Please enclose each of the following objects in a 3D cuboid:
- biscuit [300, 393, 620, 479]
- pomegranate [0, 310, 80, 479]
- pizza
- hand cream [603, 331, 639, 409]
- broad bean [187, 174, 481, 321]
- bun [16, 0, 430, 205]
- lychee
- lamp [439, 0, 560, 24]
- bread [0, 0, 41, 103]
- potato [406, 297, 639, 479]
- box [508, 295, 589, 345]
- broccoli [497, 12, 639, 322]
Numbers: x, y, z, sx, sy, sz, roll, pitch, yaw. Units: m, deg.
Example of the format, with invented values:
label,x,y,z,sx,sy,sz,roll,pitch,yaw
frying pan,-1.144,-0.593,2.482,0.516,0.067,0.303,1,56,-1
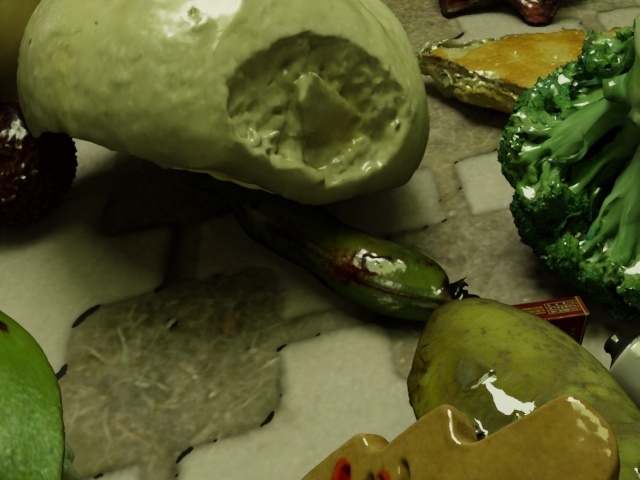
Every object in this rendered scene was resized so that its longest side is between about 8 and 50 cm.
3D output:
label,x,y,z,sx,sy,sz,roll,pitch,yaw
biscuit,0.058,0.175,0.423,0.239,0.212,0.041,4,-7,42
pomegranate,-0.246,0.160,0.389,0.261,0.260,0.340,-14,43,-14
pizza,0.238,-0.186,0.927,0.288,0.075,0.280,13,37,21
hand cream,0.272,0.128,0.553,0.087,0.054,0.186,-30,53,-24
broad bean,0.000,0.000,0.705,0.339,0.061,0.077,30,29,32
bun,-0.076,-0.165,0.723,0.365,0.202,0.364,12,11,-2
lychee,-0.291,-0.073,0.771,0.123,0.123,0.129,27,19,31
lamp,0.278,-0.416,1.144,0.215,0.151,0.223,11,42,21
bread,-0.433,-0.223,0.738,0.348,0.252,0.376,-2,-2,-8
potato,0.137,0.128,0.496,0.150,0.113,0.251,2,29,-30
box,0.159,0.073,0.619,0.082,0.051,0.023,-7,38,-6
broccoli,0.274,-0.074,0.636,0.270,0.270,0.269,-5,64,10
